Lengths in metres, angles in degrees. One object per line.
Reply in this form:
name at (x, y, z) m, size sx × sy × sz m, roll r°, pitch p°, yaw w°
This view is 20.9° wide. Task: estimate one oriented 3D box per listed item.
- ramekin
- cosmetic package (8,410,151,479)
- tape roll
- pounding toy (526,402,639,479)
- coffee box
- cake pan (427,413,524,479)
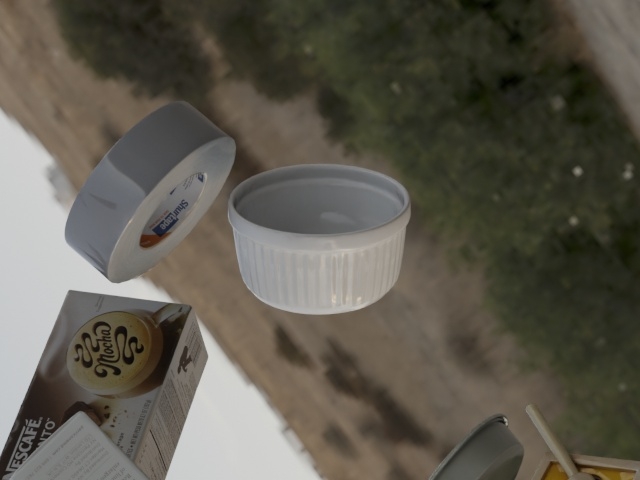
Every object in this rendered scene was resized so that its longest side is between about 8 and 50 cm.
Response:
ramekin at (0.000, 0.000, 1.980) m, size 0.207 × 0.207 × 0.109 m, roll -121°, pitch 27°, yaw -61°
cosmetic package at (-0.136, 0.248, 1.323) m, size 0.231 × 0.085 × 0.117 m, roll 44°, pitch 156°, yaw 3°
tape roll at (-0.196, -0.055, 2.022) m, size 0.072 × 0.219 × 0.219 m, roll 39°, pitch 179°, yaw 13°
pounding toy at (0.221, 0.227, 1.485) m, size 0.130 × 0.141 × 0.100 m, roll 1°, pitch 137°, yaw 44°
coffee box at (-0.263, 0.218, 2.090) m, size 0.119 × 0.168 × 0.297 m, roll 77°, pitch -155°, yaw -51°
cake pan at (0.207, 0.391, 2.584) m, size 0.054 × 0.293 × 0.293 m, roll 35°, pitch 176°, yaw 21°
